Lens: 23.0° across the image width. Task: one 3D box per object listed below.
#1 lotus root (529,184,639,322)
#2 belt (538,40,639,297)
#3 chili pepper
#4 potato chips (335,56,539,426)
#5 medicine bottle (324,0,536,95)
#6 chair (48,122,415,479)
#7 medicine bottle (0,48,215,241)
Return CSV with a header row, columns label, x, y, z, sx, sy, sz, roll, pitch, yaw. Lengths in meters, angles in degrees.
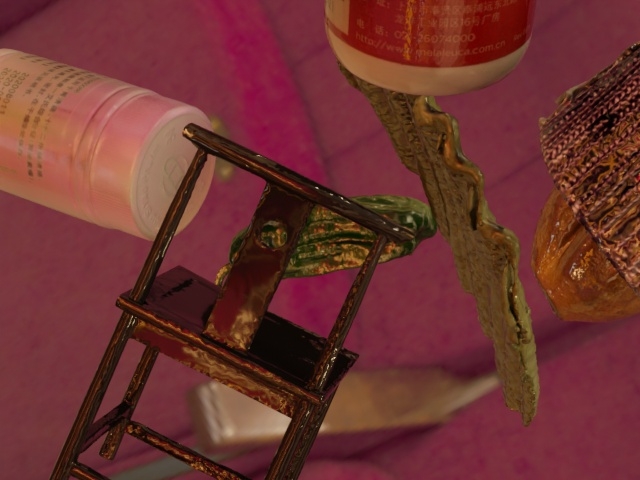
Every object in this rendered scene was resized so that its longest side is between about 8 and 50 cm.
label,x,y,z,sx,sy,sz,roll,pitch,yaw
lotus root,0.345,0.008,1.990,0.199,0.180,0.188,53,7,-10
belt,0.261,-0.003,0.996,0.325,0.122,0.260,21,32,-50
chili pepper,0.001,0.002,1.749,0.074,0.257,0.100,-66,144,-72
potato chips,0.129,-0.016,1.515,0.429,0.070,0.358,64,0,-54
medicine bottle,0.069,-0.217,0.912,0.131,0.250,0.131,1,35,-1
chair,-0.055,0.068,1.009,0.154,0.260,0.141,26,11,6
medicine bottle,-0.252,-0.102,1.656,0.254,0.152,0.152,19,37,27
